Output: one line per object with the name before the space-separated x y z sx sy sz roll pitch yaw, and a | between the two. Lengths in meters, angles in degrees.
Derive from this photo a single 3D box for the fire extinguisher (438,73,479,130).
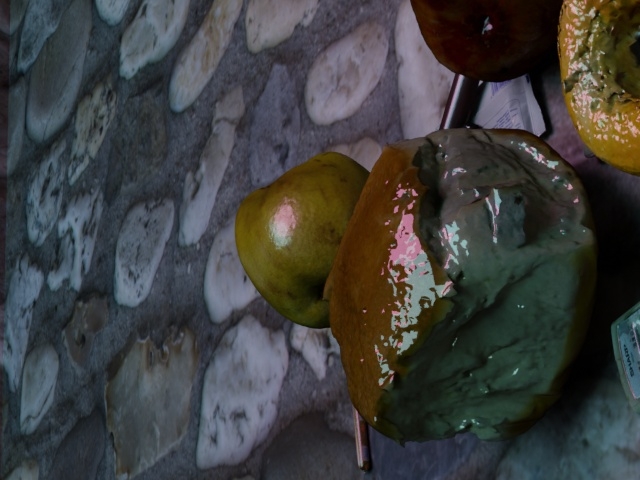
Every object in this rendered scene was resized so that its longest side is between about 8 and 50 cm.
fire extinguisher | 0.147 -0.109 1.801 0.049 0.035 0.173 21 102 23

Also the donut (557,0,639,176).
donut | 0.318 -0.169 1.484 0.253 0.118 0.253 14 107 55

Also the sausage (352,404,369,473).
sausage | 0.048 0.229 1.948 0.015 0.015 0.100 -41 47 50

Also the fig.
fig | 0.162 -0.301 1.739 0.190 0.191 0.290 -62 34 30

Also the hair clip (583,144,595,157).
hair clip | 0.278 -0.148 1.633 0.054 0.022 0.137 -31 55 56

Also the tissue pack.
tissue pack | 0.179 -0.119 1.803 0.193 0.026 0.122 -46 42 47

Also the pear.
pear | 0.000 0.000 1.929 0.200 0.200 0.200 -28 57 56

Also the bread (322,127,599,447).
bread | 0.145 0.039 1.601 0.250 0.225 0.279 -113 33 -55

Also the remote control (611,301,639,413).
remote control | 0.340 0.063 1.435 0.233 0.038 0.098 -48 41 47
